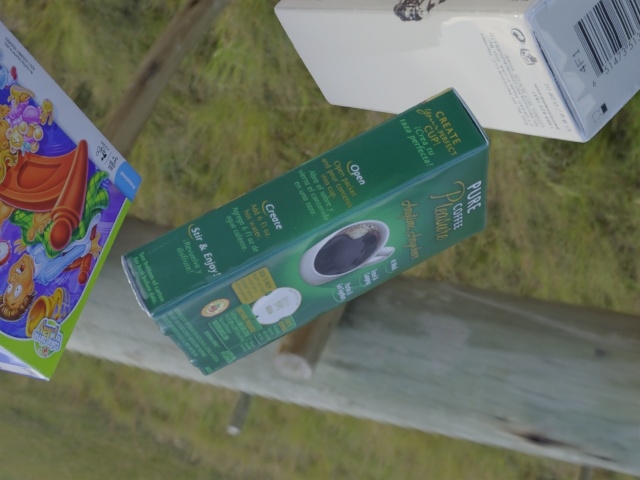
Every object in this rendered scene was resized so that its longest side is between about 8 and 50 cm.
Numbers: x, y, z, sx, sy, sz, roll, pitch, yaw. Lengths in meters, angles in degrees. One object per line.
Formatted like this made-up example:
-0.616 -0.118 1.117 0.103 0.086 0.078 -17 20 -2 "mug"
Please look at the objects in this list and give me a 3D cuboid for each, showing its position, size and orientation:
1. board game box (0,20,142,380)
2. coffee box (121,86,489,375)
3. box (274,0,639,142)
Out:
-0.314 -0.054 0.947 0.078 0.233 0.347 8 154 27 "board game box"
0.000 0.000 0.560 0.184 0.040 0.113 -28 156 -2 "coffee box"
0.093 -0.146 0.709 0.275 0.113 0.094 18 148 55 "box"
